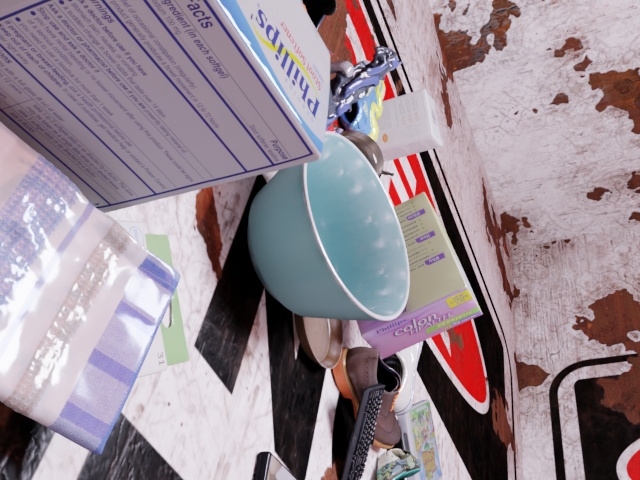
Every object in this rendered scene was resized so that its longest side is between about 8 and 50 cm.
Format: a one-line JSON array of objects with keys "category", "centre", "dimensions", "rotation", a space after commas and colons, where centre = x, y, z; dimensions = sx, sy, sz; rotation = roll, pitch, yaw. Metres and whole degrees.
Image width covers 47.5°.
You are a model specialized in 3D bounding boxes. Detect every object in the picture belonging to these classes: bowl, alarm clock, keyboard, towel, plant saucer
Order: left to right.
[{"category": "towel", "centre": [-0.253, 0.032, 0.640], "dimensions": [0.285, 0.034, 0.209], "rotation": [48, 45, -34]}, {"category": "plant saucer", "centre": [-0.006, 0.145, 1.287], "dimensions": [0.168, 0.029, 0.168], "rotation": [44, 39, -52]}, {"category": "bowl", "centre": [0.000, 0.000, 1.161], "dimensions": [0.311, 0.163, 0.312], "rotation": [40, 39, -42]}, {"category": "alarm clock", "centre": [0.045, -0.166, 1.462], "dimensions": [0.192, 0.129, 0.064], "rotation": [48, 27, 1]}, {"category": "keyboard", "centre": [0.082, 0.347, 1.309], "dimensions": [0.108, 0.023, 0.180], "rotation": [8, 97, -66]}]

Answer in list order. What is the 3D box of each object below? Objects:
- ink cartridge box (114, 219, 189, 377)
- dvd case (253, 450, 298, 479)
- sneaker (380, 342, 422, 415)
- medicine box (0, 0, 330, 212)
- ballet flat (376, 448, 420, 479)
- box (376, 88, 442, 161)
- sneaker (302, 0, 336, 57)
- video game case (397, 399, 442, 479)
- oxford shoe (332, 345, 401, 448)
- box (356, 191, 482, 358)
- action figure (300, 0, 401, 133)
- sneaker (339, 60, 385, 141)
[{"category": "ink cartridge box", "centre": [-0.206, 0.065, 0.810], "dimensions": [0.235, 0.056, 0.171], "rotation": [2, 76, -65]}, {"category": "dvd case", "centre": [-0.059, 0.448, 1.007], "dimensions": [0.253, 0.022, 0.180], "rotation": [-81, 150, -42]}, {"category": "sneaker", "centre": [0.168, 0.243, 1.570], "dimensions": [0.091, 0.094, 0.258], "rotation": [55, 31, -53]}, {"category": "medicine box", "centre": [-0.173, -0.179, 0.696], "dimensions": [0.263, 0.289, 0.149], "rotation": [51, 34, -49]}, {"category": "ballet flat", "centre": [0.147, 0.456, 1.470], "dimensions": [0.188, 0.070, 0.070], "rotation": [28, 54, -65]}, {"category": "box", "centre": [0.207, -0.288, 1.842], "dimensions": [0.091, 0.170, 0.130], "rotation": [23, 58, -62]}, {"category": "sneaker", "centre": [-0.051, -0.470, 1.336], "dimensions": [0.131, 0.148, 0.350], "rotation": [4, 75, -67]}, {"category": "video game case", "centre": [0.236, 0.483, 1.704], "dimensions": [0.212, 0.023, 0.193], "rotation": [12, 68, -66]}, {"category": "oxford shoe", "centre": [0.114, 0.309, 1.398], "dimensions": [0.097, 0.098, 0.271], "rotation": [-77, 147, -47]}, {"category": "box", "centre": [0.162, 0.067, 1.410], "dimensions": [0.117, 0.213, 0.243], "rotation": [51, 17, -48]}, {"category": "action figure", "centre": [-0.037, -0.285, 1.228], "dimensions": [0.341, 0.178, 0.330], "rotation": [-33, 121, -30]}, {"category": "sneaker", "centre": [0.092, -0.340, 1.696], "dimensions": [0.126, 0.091, 0.240], "rotation": [39, 44, -56]}]
